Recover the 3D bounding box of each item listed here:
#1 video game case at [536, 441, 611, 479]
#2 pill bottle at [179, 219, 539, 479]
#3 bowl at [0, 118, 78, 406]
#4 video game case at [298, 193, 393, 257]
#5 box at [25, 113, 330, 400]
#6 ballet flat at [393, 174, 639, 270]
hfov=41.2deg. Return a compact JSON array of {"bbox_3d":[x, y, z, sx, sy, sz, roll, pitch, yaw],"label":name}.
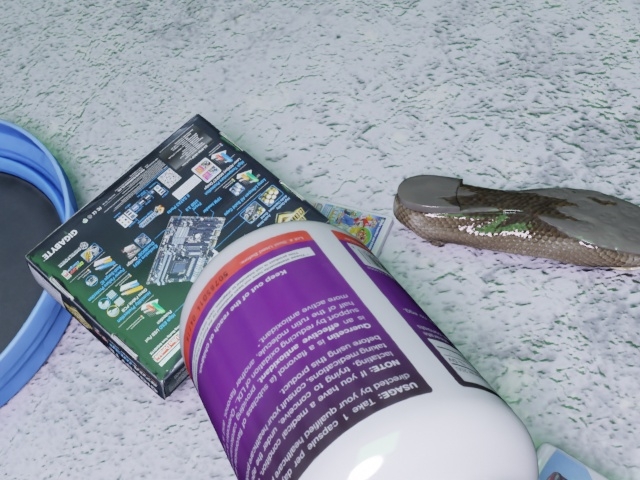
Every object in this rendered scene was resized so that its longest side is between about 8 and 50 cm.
[{"bbox_3d":[0.192,0.343,0.532,0.300,0.036,0.329,30,69,21],"label":"video game case"},{"bbox_3d":[0.025,0.131,0.597,0.182,0.181,0.323,-30,38,-7],"label":"pill bottle"},{"bbox_3d":[-0.426,0.041,0.874,0.391,0.077,0.391,-7,56,10],"label":"bowl"},{"bbox_3d":[0.000,0.000,0.838,0.122,0.011,0.087,15,61,22],"label":"video game case"},{"bbox_3d":[-0.127,0.007,0.786,0.175,0.051,0.220,39,66,14],"label":"box"},{"bbox_3d":[0.189,-0.010,0.780,0.250,0.058,0.084,9,38,12],"label":"ballet flat"}]
